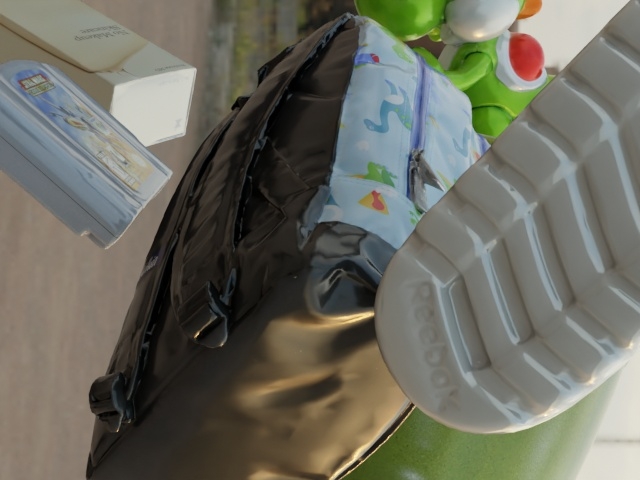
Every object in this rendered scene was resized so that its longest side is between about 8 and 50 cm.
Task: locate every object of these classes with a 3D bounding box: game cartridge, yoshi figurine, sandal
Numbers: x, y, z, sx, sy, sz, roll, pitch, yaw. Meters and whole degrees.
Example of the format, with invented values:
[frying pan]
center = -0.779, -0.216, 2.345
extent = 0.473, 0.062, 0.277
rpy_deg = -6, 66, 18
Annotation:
[game cartridge]
center = -0.248, -0.095, 1.278
extent = 0.198, 0.062, 0.297
rpy_deg = 46, 9, -8
[yoshi figurine]
center = 0.137, -0.208, 1.454
extent = 0.203, 0.203, 0.362
rpy_deg = 34, -31, 44
[sandal]
center = 0.203, -0.055, 0.653
extent = 0.169, 0.416, 0.102
rpy_deg = 60, 19, 11

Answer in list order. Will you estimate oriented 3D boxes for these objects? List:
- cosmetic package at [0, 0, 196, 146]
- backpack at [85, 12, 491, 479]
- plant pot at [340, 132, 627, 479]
[cosmetic package]
center = -0.342, -0.246, 1.827
extent = 0.160, 0.309, 0.113
rpy_deg = -22, 135, -48
[backpack]
center = 0.000, 0.000, 0.929
extent = 0.290, 0.273, 0.355
rpy_deg = -47, -148, 37
[plant pot]
center = 0.100, 0.148, 1.190
extent = 0.366, 0.366, 0.353
rpy_deg = 88, 19, -54
